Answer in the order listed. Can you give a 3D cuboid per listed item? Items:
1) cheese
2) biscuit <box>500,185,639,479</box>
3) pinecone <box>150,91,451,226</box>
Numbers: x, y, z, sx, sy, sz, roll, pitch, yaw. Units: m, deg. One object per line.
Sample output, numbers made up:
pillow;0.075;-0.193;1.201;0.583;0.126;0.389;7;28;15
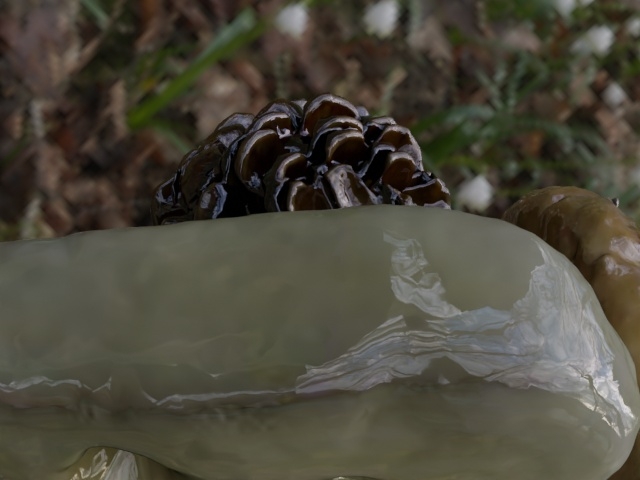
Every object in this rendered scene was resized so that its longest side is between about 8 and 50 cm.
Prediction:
cheese;0.003;0.111;0.926;0.351;0.328;0.129;63;25;-51
biscuit;0.191;0.182;1.414;0.104;0.446;0.429;-4;43;-9
pinecone;-0.013;-0.002;1.435;0.243;0.243;0.257;48;-8;-2
